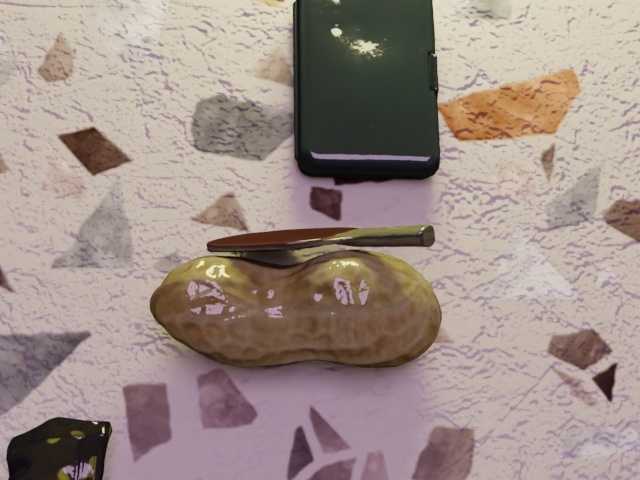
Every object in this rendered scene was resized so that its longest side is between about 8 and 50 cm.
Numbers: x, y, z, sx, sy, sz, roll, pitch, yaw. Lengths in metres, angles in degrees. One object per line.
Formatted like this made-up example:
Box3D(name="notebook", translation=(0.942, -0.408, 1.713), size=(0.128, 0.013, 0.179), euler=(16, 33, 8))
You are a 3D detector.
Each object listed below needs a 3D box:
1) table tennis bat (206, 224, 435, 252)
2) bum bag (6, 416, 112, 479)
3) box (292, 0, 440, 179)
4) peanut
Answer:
Box3D(name="table tennis bat", translation=(0.000, 0.000, 1.711), size=(0.246, 0.138, 0.022), euler=(-2, 96, 30))
Box3D(name="bum bag", translation=(-0.257, 0.283, 1.639), size=(0.106, 0.060, 0.233), euler=(-1, 66, 4))
Box3D(name="box", translation=(0.050, -0.177, 1.864), size=(0.160, 0.050, 0.230), euler=(1, 67, -5))
Box3D(name="peanut", translation=(-0.023, 0.068, 1.709), size=(0.298, 0.136, 0.120), euler=(0, 47, -4))
